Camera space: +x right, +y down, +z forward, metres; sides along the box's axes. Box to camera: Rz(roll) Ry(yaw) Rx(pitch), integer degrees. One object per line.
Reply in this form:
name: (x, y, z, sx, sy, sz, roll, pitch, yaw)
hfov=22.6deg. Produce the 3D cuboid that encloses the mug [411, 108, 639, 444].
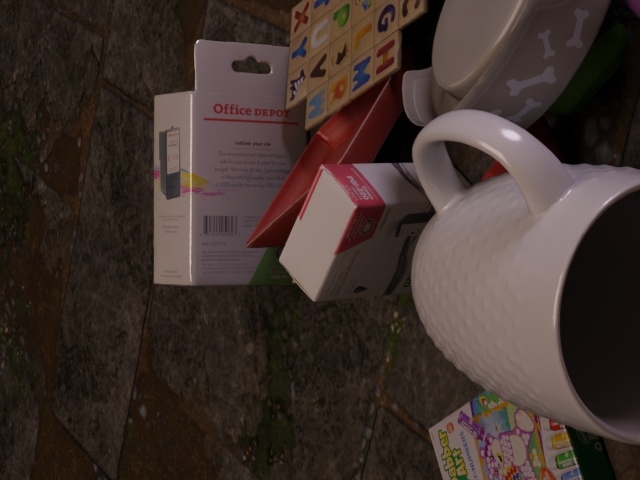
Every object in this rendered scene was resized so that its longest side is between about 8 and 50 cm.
mug: (0.232, 0.015, 1.708, 0.374, 0.276, 0.328, 55, 159, -24)

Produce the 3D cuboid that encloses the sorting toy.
sorting toy: (0.324, -0.141, 1.813, 0.126, 0.127, 0.365, 44, 128, 10)

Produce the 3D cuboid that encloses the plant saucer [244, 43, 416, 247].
plant saucer: (0.026, -0.115, 2.163, 0.258, 0.048, 0.259, -40, 14, 48)

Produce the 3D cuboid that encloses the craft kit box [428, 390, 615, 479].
craft kit box: (0.249, 0.295, 1.935, 0.246, 0.061, 0.250, -46, 53, 49)

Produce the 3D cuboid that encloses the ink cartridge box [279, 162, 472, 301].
ink cartridge box: (0.079, -0.013, 2.040, 0.092, 0.218, 0.158, 49, 129, 36)

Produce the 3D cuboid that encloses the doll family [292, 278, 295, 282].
doll family: (0.000, 0.000, 2.262, 0.193, 0.076, 0.111, -11, 101, 33)

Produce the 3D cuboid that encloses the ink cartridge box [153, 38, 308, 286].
ink cartridge box: (-0.132, -0.110, 2.363, 0.119, 0.207, 0.353, 1, 91, 55)

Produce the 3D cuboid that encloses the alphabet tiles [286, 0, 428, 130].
alphabet tiles: (0.047, -0.318, 2.212, 0.342, 0.011, 0.285, -30, 50, 52)

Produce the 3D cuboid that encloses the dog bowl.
dog bowl: (0.221, -0.274, 1.831, 0.349, 0.102, 0.349, -55, 21, 34)
